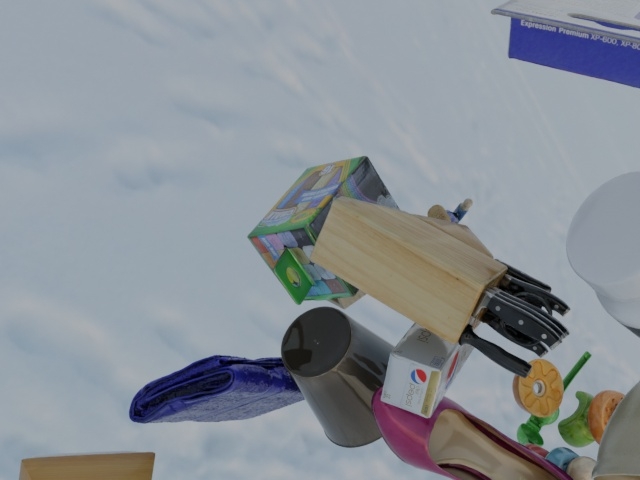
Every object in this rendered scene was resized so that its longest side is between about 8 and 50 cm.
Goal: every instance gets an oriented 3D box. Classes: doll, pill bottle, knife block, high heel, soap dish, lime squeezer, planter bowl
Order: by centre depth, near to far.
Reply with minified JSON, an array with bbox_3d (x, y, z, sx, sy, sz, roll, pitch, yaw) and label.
[{"bbox_3d":[0.324,0.167,0.859,0.162,0.162,0.109,35,62,-50],"label":"planter bowl"},{"bbox_3d":[0.412,0.049,1.122,0.283,0.161,0.161,33,34,-33],"label":"pill bottle"},{"bbox_3d":[0.150,0.060,1.180,0.275,0.088,0.242,13,23,-24],"label":"knife block"},{"bbox_3d":[0.254,0.324,1.524,0.377,0.181,0.127,32,70,-24],"label":"high heel"},{"bbox_3d":[0.200,-0.022,1.629,0.046,0.129,0.189,42,7,13],"label":"doll"},{"bbox_3d":[-0.410,0.507,1.716,0.228,0.291,0.118,3,22,-24],"label":"soap dish"},{"bbox_3d":[0.427,0.334,1.907,0.058,0.110,0.310,29,50,16],"label":"lime squeezer"}]

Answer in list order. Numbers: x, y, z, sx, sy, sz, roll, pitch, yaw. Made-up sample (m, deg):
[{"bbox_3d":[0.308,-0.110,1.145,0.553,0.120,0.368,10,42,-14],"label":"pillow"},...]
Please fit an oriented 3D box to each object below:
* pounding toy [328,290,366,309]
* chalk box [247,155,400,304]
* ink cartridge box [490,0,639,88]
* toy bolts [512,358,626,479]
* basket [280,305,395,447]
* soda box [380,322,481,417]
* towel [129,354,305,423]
[{"bbox_3d":[0.038,0.061,1.962,0.130,0.100,0.141,24,-37,55],"label":"pounding toy"},{"bbox_3d":[0.000,0.000,1.414,0.213,0.132,0.132,-49,117,-34],"label":"chalk box"},{"bbox_3d":[0.277,-0.188,0.860,0.371,0.175,0.069,-38,141,-57],"label":"ink cartridge box"},{"bbox_3d":[0.427,0.322,1.683,0.218,0.158,0.229,41,65,-16],"label":"toy bolts"},{"bbox_3d":[0.041,0.216,1.654,0.154,0.204,0.227,44,-5,42],"label":"basket"},{"bbox_3d":[0.151,0.142,1.296,0.216,0.069,0.074,-39,143,-58],"label":"soda box"},{"bbox_3d":[-0.153,0.253,1.714,0.308,0.227,0.076,16,56,-58],"label":"towel"}]
